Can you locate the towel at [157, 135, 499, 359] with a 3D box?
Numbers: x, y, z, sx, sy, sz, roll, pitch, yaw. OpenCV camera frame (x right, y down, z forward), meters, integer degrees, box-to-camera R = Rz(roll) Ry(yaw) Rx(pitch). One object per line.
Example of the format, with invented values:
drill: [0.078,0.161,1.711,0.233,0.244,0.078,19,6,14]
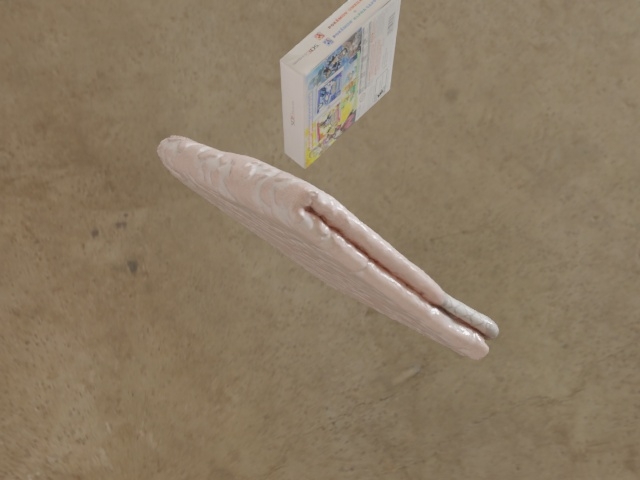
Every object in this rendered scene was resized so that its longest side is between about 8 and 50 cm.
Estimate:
towel: [0.000,0.000,0.985,0.317,0.332,0.053,36,82,-34]

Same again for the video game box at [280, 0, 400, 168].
video game box: [0.026,-0.215,1.167,0.048,0.205,0.187,36,67,17]
